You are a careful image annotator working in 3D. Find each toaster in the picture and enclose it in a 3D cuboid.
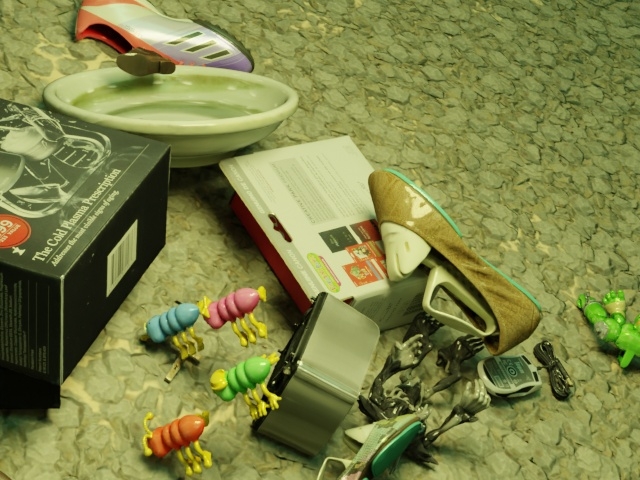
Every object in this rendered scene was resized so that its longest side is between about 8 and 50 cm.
[{"bbox_3d":[-0.010,0.191,1.742,0.110,0.168,0.185,27,41,-3],"label":"toaster"}]

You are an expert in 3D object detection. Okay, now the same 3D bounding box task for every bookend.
[{"bbox_3d":[-0.420,0.144,1.644,0.157,0.072,0.156,0,37,-13],"label":"bookend"}]

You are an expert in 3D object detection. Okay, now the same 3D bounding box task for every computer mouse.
[{"bbox_3d":[0.314,0.213,1.988,0.193,0.042,0.106,-2,55,-37],"label":"computer mouse"}]

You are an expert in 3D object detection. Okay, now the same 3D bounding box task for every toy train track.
[{"bbox_3d":[-0.199,0.170,1.779,0.048,0.014,0.083,34,48,-4],"label":"toy train track"}]

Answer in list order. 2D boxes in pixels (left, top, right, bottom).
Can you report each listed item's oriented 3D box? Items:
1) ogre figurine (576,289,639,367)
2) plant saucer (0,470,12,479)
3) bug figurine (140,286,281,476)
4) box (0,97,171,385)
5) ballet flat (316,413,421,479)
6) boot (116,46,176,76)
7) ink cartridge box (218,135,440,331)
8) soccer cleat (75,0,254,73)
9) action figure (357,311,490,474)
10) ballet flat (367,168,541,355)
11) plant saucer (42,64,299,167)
[{"bbox_3d":[0.532,0.158,2.122,0.197,0.097,0.118,42,24,-7],"label":"ogre figurine"},{"bbox_3d":[-0.457,0.357,1.436,0.311,0.050,0.310,15,44,-15],"label":"plant saucer"},{"bbox_3d":[-0.157,0.162,1.678,0.072,0.216,0.279,42,28,-41],"label":"bug figurine"},{"bbox_3d":[-0.407,-0.016,1.654,0.312,0.179,0.343,15,36,9],"label":"box"},{"bbox_3d":[0.047,0.306,1.695,0.079,0.077,0.221,29,65,23],"label":"ballet flat"},{"bbox_3d":[-0.306,-0.302,2.079,0.106,0.037,0.114,7,18,-31],"label":"boot"},{"bbox_3d":[0.000,0.000,1.961,0.272,0.130,0.309,-12,55,-37],"label":"ink cartridge box"},{"bbox_3d":[-0.273,-0.341,2.189,0.318,0.108,0.116,24,63,-8],"label":"soccer cleat"},{"bbox_3d":[0.153,0.211,1.832,0.164,0.141,0.275,38,40,-7],"label":"action figure"},{"bbox_3d":[0.177,0.044,1.859,0.342,0.116,0.124,44,67,-7],"label":"ballet flat"},{"bbox_3d":[-0.235,-0.191,1.981,0.400,0.100,0.400,3,20,-1],"label":"plant saucer"}]
